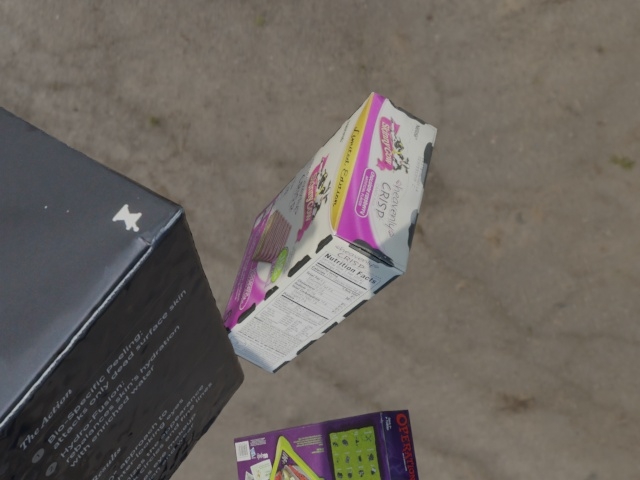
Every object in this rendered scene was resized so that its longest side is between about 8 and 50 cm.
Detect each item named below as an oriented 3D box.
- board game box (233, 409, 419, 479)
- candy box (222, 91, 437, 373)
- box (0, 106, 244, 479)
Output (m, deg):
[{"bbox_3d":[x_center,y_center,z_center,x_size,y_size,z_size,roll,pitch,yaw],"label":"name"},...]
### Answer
[{"bbox_3d":[0.004,0.330,1.270,0.056,0.208,0.347,5,164,-33],"label":"board game box"},{"bbox_3d":[0.000,0.000,0.910,0.071,0.159,0.233,28,142,-16],"label":"candy box"},{"bbox_3d":[-0.119,0.063,0.400,0.093,0.156,0.158,30,157,19],"label":"box"}]
